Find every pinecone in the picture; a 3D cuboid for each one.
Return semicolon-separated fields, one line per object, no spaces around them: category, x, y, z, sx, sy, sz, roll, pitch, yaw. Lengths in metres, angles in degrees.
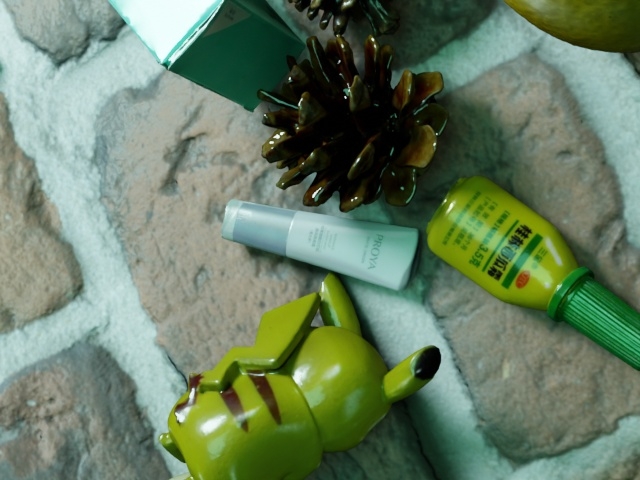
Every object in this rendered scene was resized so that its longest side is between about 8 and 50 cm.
pinecone;0.027;-0.139;1.609;0.201;0.202;0.229;40;122;-23
pinecone;0.026;-0.342;1.624;0.169;0.185;0.212;-9;113;45

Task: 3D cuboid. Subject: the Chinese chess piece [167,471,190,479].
Chinese chess piece;-0.129;0.420;1.695;0.270;0.112;0.270;0;89;18

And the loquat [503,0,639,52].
loquat;0.313;-0.367;1.473;0.359;0.328;0.328;29;101;61

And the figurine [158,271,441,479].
figurine;-0.038;0.187;1.626;0.327;0.169;0.218;-25;43;-13

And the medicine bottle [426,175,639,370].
medicine bottle;0.268;0.044;1.587;0.309;0.076;0.111;36;101;15

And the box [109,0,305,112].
box;-0.179;-0.319;1.651;0.118;0.205;0.311;-46;63;15

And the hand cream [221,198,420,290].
hand cream;0.000;0.000;1.691;0.255;0.048;0.079;13;92;18
